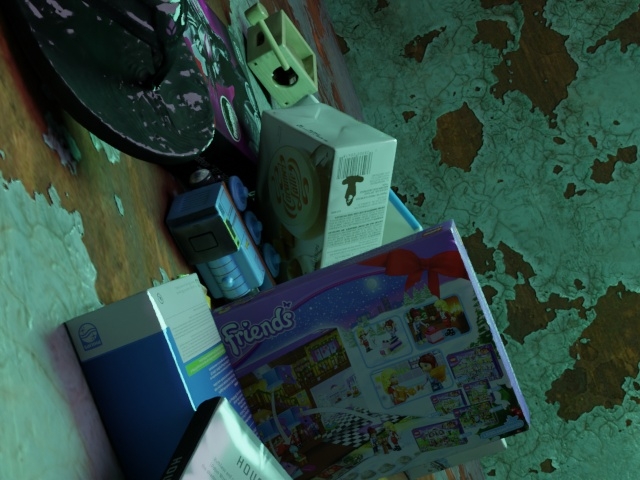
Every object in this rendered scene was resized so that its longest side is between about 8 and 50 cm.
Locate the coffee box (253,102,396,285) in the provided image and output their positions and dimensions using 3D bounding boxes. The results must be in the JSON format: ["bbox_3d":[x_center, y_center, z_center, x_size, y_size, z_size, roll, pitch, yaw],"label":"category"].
[{"bbox_3d":[-0.004,-0.024,1.226,0.141,0.098,0.246,34,-54,43],"label":"coffee box"}]

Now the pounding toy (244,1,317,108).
[{"bbox_3d":[-0.098,-0.352,1.922,0.206,0.094,0.181,49,25,-37],"label":"pounding toy"}]

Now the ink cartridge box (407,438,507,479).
[{"bbox_3d":[0.116,0.220,1.430,0.168,0.233,0.171,59,13,-45],"label":"ink cartridge box"}]

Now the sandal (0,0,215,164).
[{"bbox_3d":[-0.215,-0.273,0.900,0.167,0.107,0.446,-32,97,-47],"label":"sandal"}]

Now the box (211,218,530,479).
[{"bbox_3d":[0.025,0.126,0.963,0.057,0.293,0.201,-48,117,-77],"label":"box"}]

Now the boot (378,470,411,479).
[{"bbox_3d":[0.069,0.386,1.243,0.264,0.096,0.280,58,15,-47],"label":"boot"}]

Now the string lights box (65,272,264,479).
[{"bbox_3d":[-0.103,0.164,0.829,0.133,0.077,0.259,-19,88,-80],"label":"string lights box"}]

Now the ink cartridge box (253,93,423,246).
[{"bbox_3d":[0.056,0.004,1.558,0.285,0.166,0.395,53,2,28],"label":"ink cartridge box"}]

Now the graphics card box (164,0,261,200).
[{"bbox_3d":[-0.167,-0.196,1.192,0.371,0.094,0.233,43,27,-69],"label":"graphics card box"}]

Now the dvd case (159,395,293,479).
[{"bbox_3d":[-0.066,0.251,0.698,0.179,0.029,0.238,55,33,-21],"label":"dvd case"}]

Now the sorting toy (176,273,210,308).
[{"bbox_3d":[-0.130,0.066,1.077,0.083,0.012,0.062,51,21,-61],"label":"sorting toy"}]

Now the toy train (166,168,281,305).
[{"bbox_3d":[-0.106,0.009,1.156,0.105,0.080,0.184,-79,150,-55],"label":"toy train"}]
